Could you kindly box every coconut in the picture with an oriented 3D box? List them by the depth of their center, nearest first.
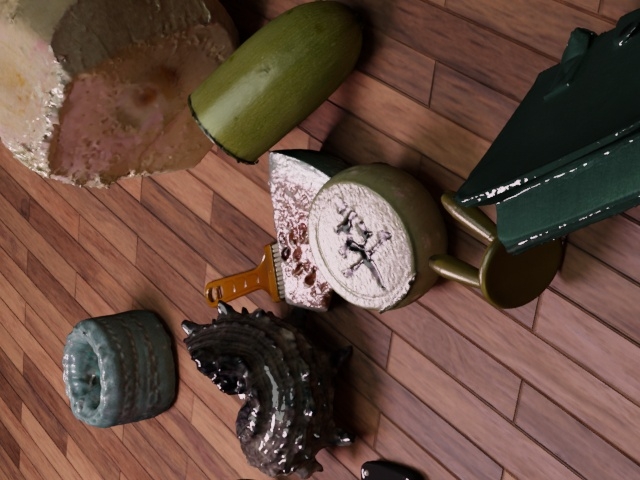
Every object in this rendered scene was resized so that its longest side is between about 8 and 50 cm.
[{"bbox_3d":[-0.337,-0.295,2.050,0.404,0.404,0.405,19,113,54],"label":"coconut"}]

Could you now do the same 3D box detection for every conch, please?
[{"bbox_3d":[-0.075,0.213,1.968,0.313,0.186,0.241,41,140,20],"label":"conch"}]

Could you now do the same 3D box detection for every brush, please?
[{"bbox_3d":[-0.109,0.064,2.110,0.314,0.017,0.090,-21,77,57],"label":"brush"}]

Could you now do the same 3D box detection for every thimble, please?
[{"bbox_3d":[-0.361,0.235,2.424,0.198,0.143,0.235,61,144,29],"label":"thimble"}]

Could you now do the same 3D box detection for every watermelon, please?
[{"bbox_3d":[0.000,0.000,1.875,0.154,0.094,0.241,30,123,39],"label":"watermelon"}]

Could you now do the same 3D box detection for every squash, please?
[{"bbox_3d":[-0.047,-0.224,1.794,0.247,0.132,0.132,-42,58,18],"label":"squash"}]

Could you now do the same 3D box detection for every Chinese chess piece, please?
[{"bbox_3d":[0.069,-0.003,1.708,0.188,0.083,0.189,21,124,34],"label":"Chinese chess piece"}]

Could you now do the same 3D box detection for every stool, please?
[{"bbox_3d":[0.197,0.006,1.532,0.134,0.135,0.110,-45,42,-2],"label":"stool"}]

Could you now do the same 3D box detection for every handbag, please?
[{"bbox_3d":[0.277,-0.128,1.280,0.089,0.238,0.326,39,150,-13],"label":"handbag"}]

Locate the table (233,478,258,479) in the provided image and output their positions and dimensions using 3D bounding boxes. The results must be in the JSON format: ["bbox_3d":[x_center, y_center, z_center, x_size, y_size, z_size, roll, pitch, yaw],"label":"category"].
[{"bbox_3d":[-0.107,0.429,2.078,0.133,0.133,0.043,54,139,36],"label":"table"}]

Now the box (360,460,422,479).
[{"bbox_3d":[0.098,0.364,1.844,0.126,0.027,0.125,5,101,57],"label":"box"}]
